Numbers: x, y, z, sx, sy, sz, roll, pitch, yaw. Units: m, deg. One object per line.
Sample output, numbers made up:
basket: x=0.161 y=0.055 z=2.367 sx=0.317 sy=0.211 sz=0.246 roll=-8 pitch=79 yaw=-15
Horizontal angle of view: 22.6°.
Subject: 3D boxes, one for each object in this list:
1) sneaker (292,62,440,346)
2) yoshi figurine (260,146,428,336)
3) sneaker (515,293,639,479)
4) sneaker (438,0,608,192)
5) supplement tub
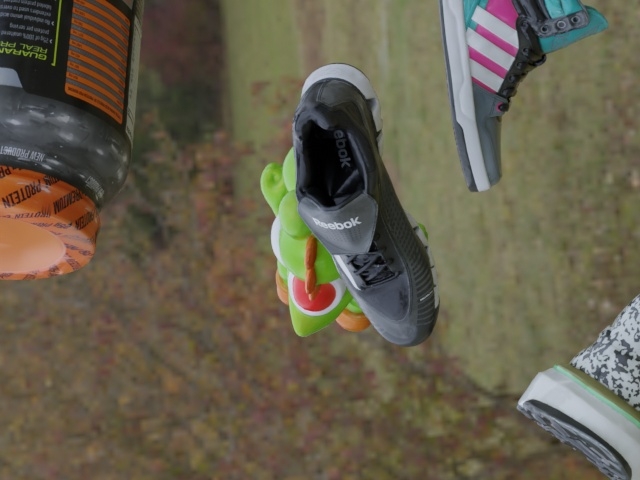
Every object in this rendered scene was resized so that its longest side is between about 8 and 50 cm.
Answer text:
sneaker: x=0.027 y=-0.015 z=1.239 sx=0.106 sy=0.078 sz=0.234 roll=-49 pitch=-56 yaw=-64
yoshi figurine: x=0.017 y=-0.022 z=2.020 sx=0.203 sy=0.204 sz=0.362 roll=63 pitch=174 yaw=18
sneaker: x=0.335 y=0.150 z=1.501 sx=0.158 sy=0.182 sz=0.410 roll=37 pitch=-177 yaw=27
sneaker: x=0.223 y=-0.204 z=1.738 sx=0.124 sy=0.179 sz=0.295 roll=-77 pitch=-19 yaw=-74
supplement tub: x=-0.249 y=-0.152 z=1.300 sx=0.207 sy=0.207 sz=0.338 roll=116 pitch=158 yaw=-66
